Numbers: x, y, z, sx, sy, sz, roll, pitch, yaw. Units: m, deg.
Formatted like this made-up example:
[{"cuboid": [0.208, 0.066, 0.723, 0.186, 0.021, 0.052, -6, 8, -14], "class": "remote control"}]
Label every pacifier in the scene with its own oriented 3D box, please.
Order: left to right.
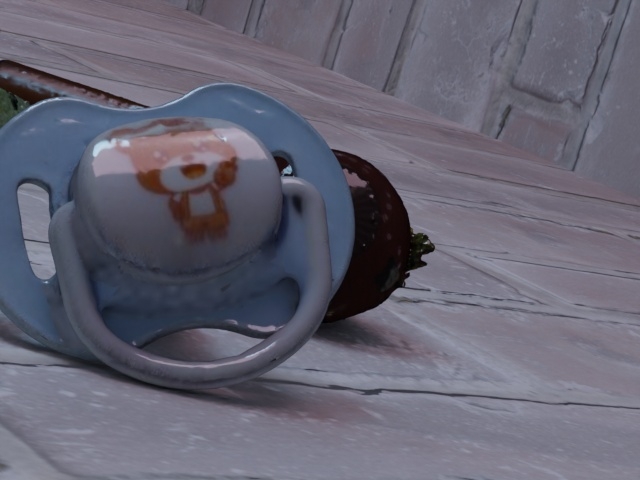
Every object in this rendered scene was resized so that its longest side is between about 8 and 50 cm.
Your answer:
[{"cuboid": [-0.117, 0.011, 1.361, 0.279, 0.227, 0.207, -7, -16, -20], "class": "pacifier"}]

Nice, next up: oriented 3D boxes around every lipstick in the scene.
[{"cuboid": [-0.194, -0.117, 2.084, 0.418, 0.077, 0.077, 18, 10, 11], "class": "lipstick"}]

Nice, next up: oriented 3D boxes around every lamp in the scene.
[{"cuboid": [-0.004, 0.003, 1.607, 0.157, 0.156, 0.135, 53, -21, 16], "class": "lamp"}]

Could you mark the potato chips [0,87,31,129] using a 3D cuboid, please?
[{"cuboid": [-0.247, -0.090, 1.908, 0.228, 0.059, 0.167, 21, 15, -11], "class": "potato chips"}]
